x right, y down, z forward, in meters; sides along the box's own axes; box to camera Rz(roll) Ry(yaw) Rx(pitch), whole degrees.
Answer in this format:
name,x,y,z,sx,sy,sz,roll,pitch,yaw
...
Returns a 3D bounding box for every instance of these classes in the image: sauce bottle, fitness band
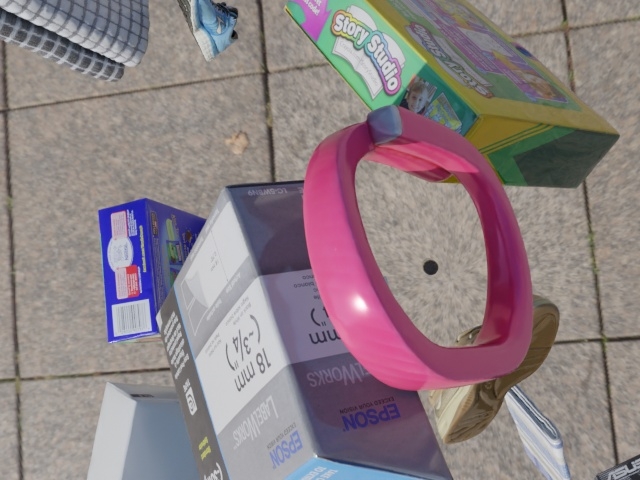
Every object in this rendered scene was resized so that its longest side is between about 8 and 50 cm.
name,x,y,z,sx,sy,sz,roll,pitch,yaw
sauce bottle,0.287,0.067,1.867,0.042,0.128,0.042,0,92,3
fitness band,0.094,0.010,0.556,0.054,0.291,0.208,-19,74,34

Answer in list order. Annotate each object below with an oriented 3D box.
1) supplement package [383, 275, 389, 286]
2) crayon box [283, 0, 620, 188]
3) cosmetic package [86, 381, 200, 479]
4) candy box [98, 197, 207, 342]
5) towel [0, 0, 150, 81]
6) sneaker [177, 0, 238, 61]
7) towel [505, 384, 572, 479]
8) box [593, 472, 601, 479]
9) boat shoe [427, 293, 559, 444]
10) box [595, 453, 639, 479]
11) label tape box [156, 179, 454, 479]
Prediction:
name,x,y,z,sx,sy,sz,roll,pitch,yaw
supplement package,0.069,0.157,1.656,0.180,0.105,0.105,-10,80,-16
crayon box,0.172,-0.224,0.943,0.363,0.313,0.106,55,130,32
cosmetic package,-0.303,0.463,1.283,0.156,0.217,0.384,2,79,53
candy box,-0.318,0.076,1.474,0.122,0.317,0.268,-11,79,17
towel,-0.355,-0.368,0.921,0.121,0.235,0.283,-25,65,34
sneaker,-0.155,-0.324,0.995,0.073,0.162,0.063,-26,73,-4
towel,0.488,0.448,1.550,0.034,0.209,0.285,-29,124,-4
box,0.628,0.661,1.490,0.121,0.148,0.311,12,130,41
boat shoe,0.250,0.189,1.109,0.122,0.341,0.110,-2,45,-27
box,0.651,0.452,1.227,0.270,0.216,0.060,-33,120,17
label tape box,-0.025,0.151,0.596,0.106,0.240,0.333,-6,61,-31
